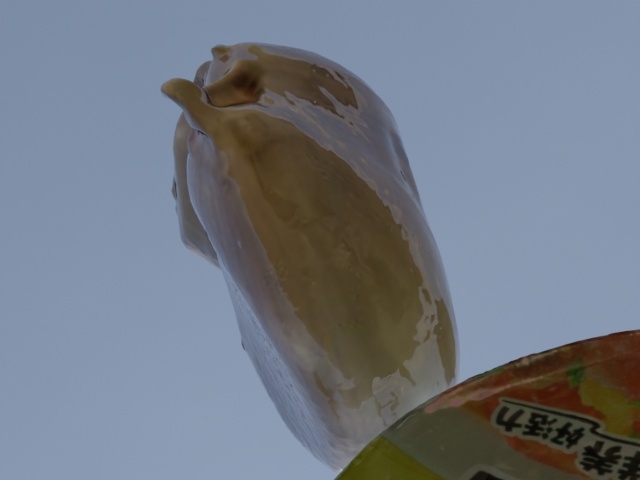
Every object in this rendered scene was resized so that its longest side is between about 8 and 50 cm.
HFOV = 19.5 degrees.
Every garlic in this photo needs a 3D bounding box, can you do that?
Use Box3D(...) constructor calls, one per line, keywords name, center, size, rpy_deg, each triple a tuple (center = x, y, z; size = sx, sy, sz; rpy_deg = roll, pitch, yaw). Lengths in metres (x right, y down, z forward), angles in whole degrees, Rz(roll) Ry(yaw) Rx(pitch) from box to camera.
Box3D(name="garlic", center=(0.000, 0.000, 0.872), size=(0.110, 0.228, 0.217), rpy_deg=(-23, -117, -6))

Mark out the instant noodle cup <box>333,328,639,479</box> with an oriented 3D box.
Box3D(name="instant noodle cup", center=(0.122, 0.187, 0.604), size=(0.264, 0.200, 0.264), rpy_deg=(-3, -140, 3))
